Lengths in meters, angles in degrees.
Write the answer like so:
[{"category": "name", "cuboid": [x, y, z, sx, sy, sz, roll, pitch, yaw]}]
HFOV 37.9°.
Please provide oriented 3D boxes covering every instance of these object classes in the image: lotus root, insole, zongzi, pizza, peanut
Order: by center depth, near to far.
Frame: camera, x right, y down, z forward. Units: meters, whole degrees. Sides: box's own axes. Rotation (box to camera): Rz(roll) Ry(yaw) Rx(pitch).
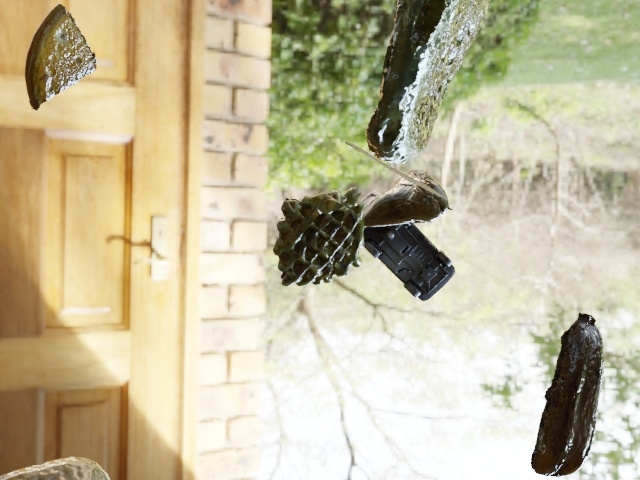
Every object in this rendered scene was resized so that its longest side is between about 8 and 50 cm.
[{"category": "pizza", "cuboid": [-0.435, -0.308, 1.564, 0.041, 0.178, 0.131, 27, -154, 35]}, {"category": "peanut", "cuboid": [-0.530, 0.498, 1.699, 0.158, 0.174, 0.340, 4, -177, 42]}, {"category": "insole", "cuboid": [0.137, -0.138, 1.779, 0.253, 0.005, 0.086, 34, -169, 34]}, {"category": "lotus root", "cuboid": [0.501, 0.306, 1.801, 0.078, 0.329, 0.167, 13, -178, 38]}, {"category": "zongzi", "cuboid": [0.176, -0.067, 2.020, 0.197, 0.099, 0.194, -33, -166, 1]}]

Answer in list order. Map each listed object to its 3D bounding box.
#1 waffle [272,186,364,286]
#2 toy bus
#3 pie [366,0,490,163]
[{"category": "waffle", "cuboid": [0.001, 0.002, 1.919, 0.223, 0.204, 0.054, -12, -152, -30]}, {"category": "toy bus", "cuboid": [0.200, 0.013, 2.351, 0.289, 0.139, 0.157, 43, -176, -25]}, {"category": "pie", "cuboid": [0.122, -0.220, 0.995, 0.067, 0.302, 0.302, 24, -175, 11]}]
